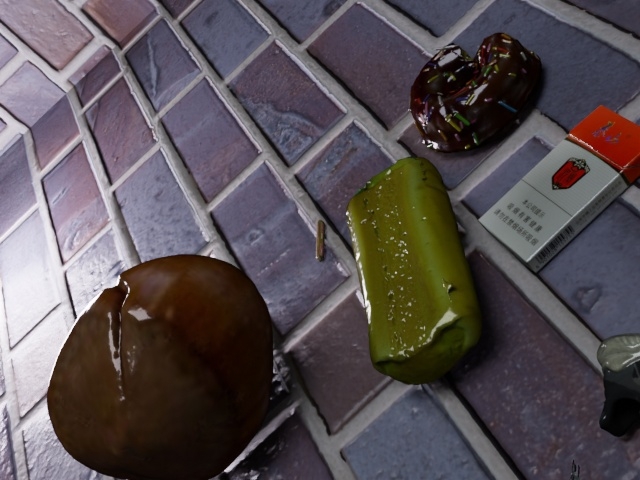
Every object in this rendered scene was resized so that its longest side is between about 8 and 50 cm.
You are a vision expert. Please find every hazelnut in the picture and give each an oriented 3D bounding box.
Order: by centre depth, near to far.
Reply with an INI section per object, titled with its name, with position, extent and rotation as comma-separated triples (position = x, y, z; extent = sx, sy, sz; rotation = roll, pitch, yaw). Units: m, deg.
[hazelnut]
position = -0.224, 0.194, 1.483
extent = 0.372, 0.315, 0.372
rotation = -39, 4, 4

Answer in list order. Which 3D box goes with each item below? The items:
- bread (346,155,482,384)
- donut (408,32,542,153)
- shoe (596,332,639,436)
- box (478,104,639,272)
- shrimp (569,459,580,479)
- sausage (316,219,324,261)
[bread]
position = 0.136, 0.040, 1.422
extent = 0.166, 0.112, 0.384
rotation = -33, 37, 21
[donut]
position = 0.237, -0.246, 1.622
extent = 0.216, 0.096, 0.230
rotation = -52, 36, -10
[shoe]
position = 0.392, 0.162, 1.056
extent = 0.227, 0.099, 0.112
rotation = -2, 60, 50
[box]
position = 0.347, -0.075, 1.388
extent = 0.245, 0.035, 0.139
rotation = -44, 34, 4
[shrimp]
position = 0.254, 0.317, 1.059
extent = 0.190, 0.074, 0.073
rotation = -59, 3, -36
[sausage]
position = 0.000, 0.000, 1.687
extent = 0.015, 0.015, 0.100
rotation = -26, 38, 25
